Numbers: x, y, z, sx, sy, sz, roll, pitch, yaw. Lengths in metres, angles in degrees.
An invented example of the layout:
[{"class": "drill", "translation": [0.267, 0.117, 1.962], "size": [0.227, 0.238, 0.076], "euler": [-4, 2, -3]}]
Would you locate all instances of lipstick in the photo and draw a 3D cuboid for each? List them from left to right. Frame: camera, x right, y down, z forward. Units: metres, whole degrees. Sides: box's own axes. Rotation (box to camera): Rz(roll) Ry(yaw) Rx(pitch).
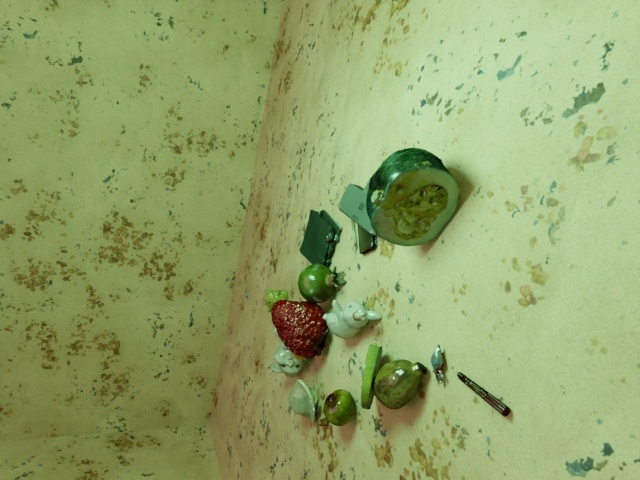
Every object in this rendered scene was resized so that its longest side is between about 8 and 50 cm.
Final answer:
[{"class": "lipstick", "translation": [0.423, 0.400, 1.115], "size": [0.176, 0.027, 0.027], "euler": [-149, 68, -64]}]

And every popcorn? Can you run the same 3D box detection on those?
[{"class": "popcorn", "translation": [-0.259, 0.350, 2.451], "size": [0.162, 0.141, 0.135], "euler": [-38, 32, 2]}]

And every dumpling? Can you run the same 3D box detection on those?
[{"class": "dumpling", "translation": [-0.069, 0.755, 1.971], "size": [0.166, 0.126, 0.216], "euler": [29, 108, 46]}]

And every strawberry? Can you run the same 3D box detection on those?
[{"class": "strawberry", "translation": [-0.095, 0.400, 1.948], "size": [0.261, 0.257, 0.261], "euler": [-172, 90, -71]}]

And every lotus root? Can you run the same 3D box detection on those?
[{"class": "lotus root", "translation": [0.252, 0.452, 1.361], "size": [0.214, 0.138, 0.138], "euler": [-53, 38, 30]}]

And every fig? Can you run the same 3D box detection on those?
[{"class": "fig", "translation": [0.072, 0.663, 1.681], "size": [0.136, 0.120, 0.153], "euler": [-54, -11, -28]}]

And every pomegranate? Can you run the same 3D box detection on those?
[{"class": "pomegranate", "translation": [0.008, 0.187, 1.897], "size": [0.224, 0.181, 0.182], "euler": [-15, 69, 41]}]

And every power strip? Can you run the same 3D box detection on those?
[{"class": "power strip", "translation": [0.190, -0.151, 1.655], "size": [0.265, 0.059, 0.194], "euler": [43, 115, 46]}]

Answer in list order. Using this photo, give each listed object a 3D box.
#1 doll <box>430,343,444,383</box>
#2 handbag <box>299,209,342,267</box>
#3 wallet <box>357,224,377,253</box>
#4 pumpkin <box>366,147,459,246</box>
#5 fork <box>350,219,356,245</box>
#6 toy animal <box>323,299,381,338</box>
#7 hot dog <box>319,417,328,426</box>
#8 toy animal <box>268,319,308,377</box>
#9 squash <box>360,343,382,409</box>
[{"class": "doll", "translation": [0.350, 0.367, 1.265], "size": [0.057, 0.039, 0.114], "euler": [-3, -90, -73]}, {"class": "handbag", "translation": [-0.002, 0.000, 2.055], "size": [0.260, 0.079, 0.248], "euler": [49, 129, 54]}, {"class": "wallet", "translation": [0.186, -0.051, 1.720], "size": [0.110, 0.031, 0.198], "euler": [-31, 56, 59]}, {"class": "pumpkin", "translation": [0.265, -0.153, 1.317], "size": [0.197, 0.263, 0.293], "euler": [-103, 32, -47]}, {"class": "fork", "translation": [0.134, -0.079, 1.841], "size": [0.034, 0.028, 0.220], "euler": [-34, 54, 54]}, {"class": "toy animal", "translation": [0.127, 0.286, 1.649], "size": [0.282, 0.140, 0.138], "euler": [-54, 46, 52]}, {"class": "hot dog", "translation": [0.017, 0.809, 1.885], "size": [0.083, 0.021, 0.037], "euler": [-48, 22, 55]}, {"class": "toy animal", "translation": [-0.155, 0.545, 2.143], "size": [0.247, 0.182, 0.310], "euler": [153, 115, -66]}, {"class": "squash", "translation": [0.172, 0.472, 1.466], "size": [0.219, 0.041, 0.220], "euler": [10, -90, -74]}]
